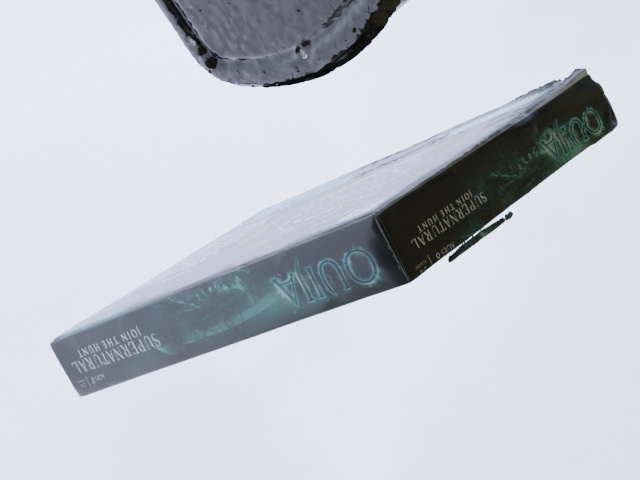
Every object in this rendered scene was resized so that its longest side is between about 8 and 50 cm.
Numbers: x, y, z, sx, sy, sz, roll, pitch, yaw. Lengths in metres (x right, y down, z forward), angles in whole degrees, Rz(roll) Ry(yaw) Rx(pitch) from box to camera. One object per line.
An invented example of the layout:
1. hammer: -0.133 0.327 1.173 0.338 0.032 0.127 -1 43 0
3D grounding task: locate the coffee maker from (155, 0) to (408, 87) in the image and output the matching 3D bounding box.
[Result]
1. coffee maker: 0.016 -0.157 0.369 0.178 0.120 0.171 -41 -52 -34

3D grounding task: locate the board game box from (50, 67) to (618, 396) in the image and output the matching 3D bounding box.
1. board game box: 0.000 0.000 0.470 0.126 0.186 0.026 -34 -82 -42
